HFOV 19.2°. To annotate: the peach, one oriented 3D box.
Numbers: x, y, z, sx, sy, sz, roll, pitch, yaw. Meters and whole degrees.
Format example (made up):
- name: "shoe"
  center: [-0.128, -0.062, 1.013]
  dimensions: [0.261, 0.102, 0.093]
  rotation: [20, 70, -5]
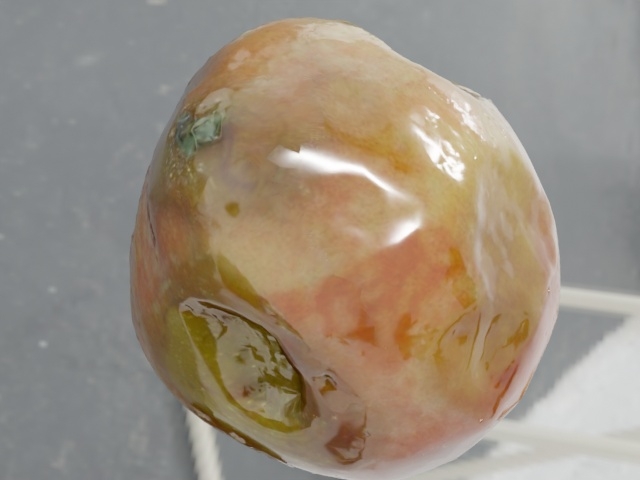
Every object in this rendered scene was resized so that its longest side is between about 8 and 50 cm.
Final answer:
- name: "peach"
  center: [0.000, 0.000, 0.918]
  dimensions: [0.235, 0.214, 0.214]
  rotation: [50, 54, -46]
